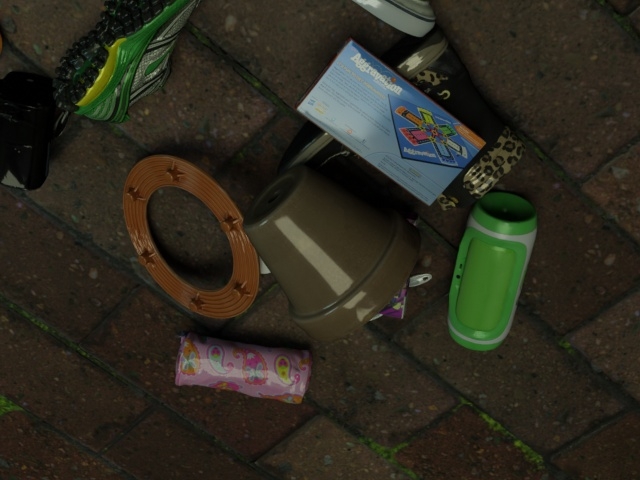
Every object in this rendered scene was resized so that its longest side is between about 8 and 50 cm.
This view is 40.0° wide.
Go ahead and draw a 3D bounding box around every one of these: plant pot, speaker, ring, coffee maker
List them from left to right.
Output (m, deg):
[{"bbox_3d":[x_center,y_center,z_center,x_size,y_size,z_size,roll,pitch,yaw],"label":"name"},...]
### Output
[{"bbox_3d":[-0.532,-0.183,1.534,0.120,0.171,0.178,25,122,12],"label":"coffee maker"},{"bbox_3d":[-0.248,0.002,1.615,0.337,0.032,0.336,21,129,28],"label":"ring"},{"bbox_3d":[0.000,0.000,1.472,0.263,0.263,0.229,-35,113,24],"label":"plant pot"},{"bbox_3d":[0.318,0.062,1.649,0.131,0.131,0.296,7,124,1],"label":"speaker"}]

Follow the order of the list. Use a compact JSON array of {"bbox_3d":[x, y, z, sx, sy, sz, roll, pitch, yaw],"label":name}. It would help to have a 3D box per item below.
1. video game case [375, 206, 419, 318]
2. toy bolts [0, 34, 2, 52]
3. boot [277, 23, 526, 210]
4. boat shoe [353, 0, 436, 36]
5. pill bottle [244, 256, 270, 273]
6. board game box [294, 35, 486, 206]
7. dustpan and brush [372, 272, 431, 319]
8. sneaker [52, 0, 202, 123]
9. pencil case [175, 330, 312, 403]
[{"bbox_3d":[0.059,0.030,1.663,0.232,0.042,0.210,11,117,10],"label":"video game case"},{"bbox_3d":[-0.661,-0.282,1.520,0.158,0.218,0.228,17,128,47],"label":"toy bolts"},{"bbox_3d":[0.139,-0.156,1.521,0.377,0.138,0.284,-40,112,20],"label":"boot"},{"bbox_3d":[0.056,-0.471,1.329,0.367,0.136,0.156,38,116,-7],"label":"boat shoe"},{"bbox_3d":[-0.098,-0.007,1.623,0.086,0.152,0.086,2,124,4],"label":"pill bottle"},{"bbox_3d":[0.114,-0.187,1.412,0.281,0.027,0.145,34,112,-17],"label":"board game box"},{"bbox_3d":[0.118,0.090,1.723,0.211,0.060,0.147,-21,119,16],"label":"dustpan and brush"},{"bbox_3d":[-0.294,-0.338,1.460,0.343,0.134,0.146,-43,147,20],"label":"sneaker"},{"bbox_3d":[-0.160,0.261,1.824,0.284,0.124,0.124,10,124,-2],"label":"pencil case"}]
